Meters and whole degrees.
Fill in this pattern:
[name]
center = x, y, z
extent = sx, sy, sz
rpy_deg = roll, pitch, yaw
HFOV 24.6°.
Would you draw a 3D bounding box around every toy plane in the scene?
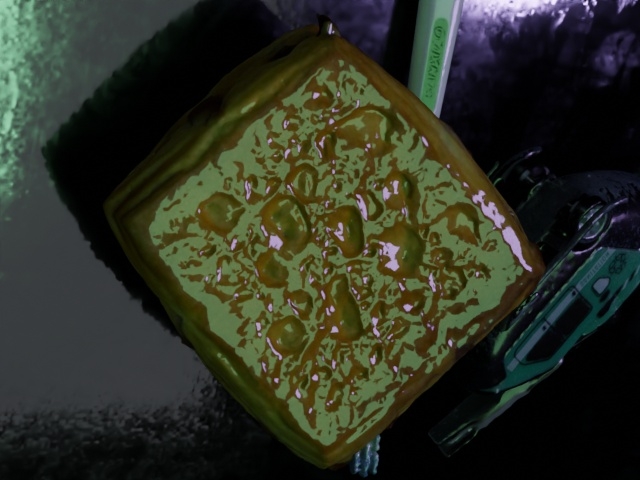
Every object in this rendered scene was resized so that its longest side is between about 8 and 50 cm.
[toy plane]
center = 0.200, -0.007, 1.041
extent = 0.382, 0.106, 0.155
rpy_deg = -48, 134, -6

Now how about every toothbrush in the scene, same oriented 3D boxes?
[toothbrush]
center = 0.057, -0.040, 0.983
extent = 0.042, 0.040, 0.418
rpy_deg = 6, 103, -15

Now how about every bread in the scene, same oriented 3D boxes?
[bread]
center = 0.000, 0.000, 0.904
extent = 0.210, 0.099, 0.235
rpy_deg = -43, 109, -7
